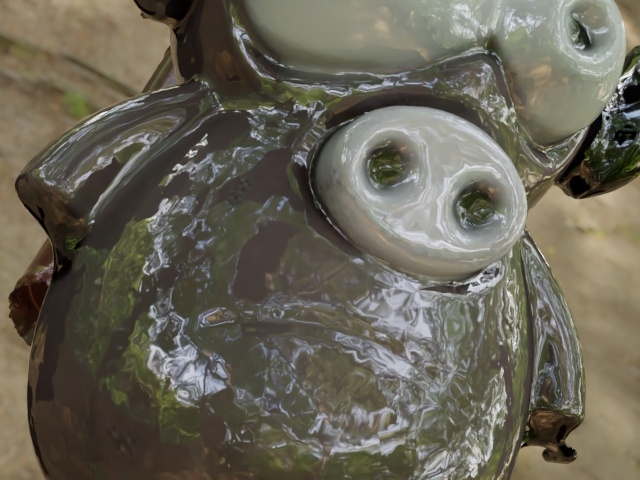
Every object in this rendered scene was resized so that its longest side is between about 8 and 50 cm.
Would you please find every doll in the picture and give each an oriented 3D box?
[{"bbox_3d":[-0.001,0.002,0.485,0.182,0.257,0.117,25,-10,-16],"label":"doll"}]

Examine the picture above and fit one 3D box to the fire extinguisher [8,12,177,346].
[{"bbox_3d":[-0.098,-0.067,1.167,0.147,0.106,0.337,16,54,15],"label":"fire extinguisher"}]
